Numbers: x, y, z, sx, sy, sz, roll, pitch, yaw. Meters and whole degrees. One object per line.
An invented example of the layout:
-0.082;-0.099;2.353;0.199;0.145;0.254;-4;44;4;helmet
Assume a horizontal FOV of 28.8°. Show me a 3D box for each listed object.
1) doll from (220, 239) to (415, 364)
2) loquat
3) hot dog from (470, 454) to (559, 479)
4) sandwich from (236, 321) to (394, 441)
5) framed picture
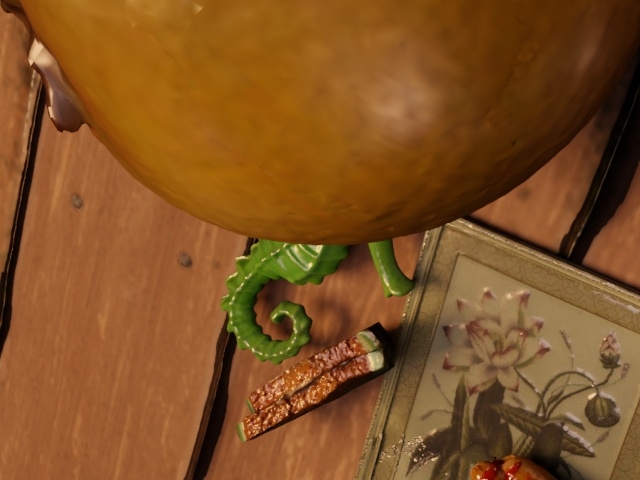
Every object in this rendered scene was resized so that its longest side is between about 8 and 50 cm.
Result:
0.000;0.000;0.737;0.190;0.050;0.115;-43;73;34;doll
0.016;-0.165;0.543;0.359;0.328;0.328;-22;92;-9;loquat
0.142;0.173;0.692;0.144;0.038;0.062;39;120;16;hot dog
0.003;0.082;0.745;0.135;0.067;0.029;-35;80;45;sandwich
0.110;0.113;0.725;0.173;0.010;0.231;23;115;24;framed picture
